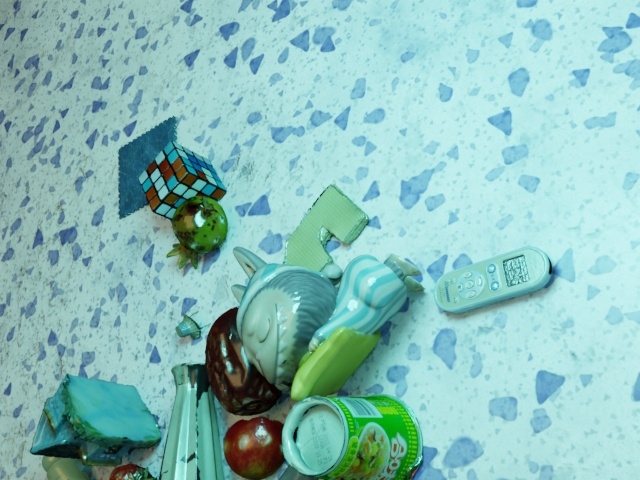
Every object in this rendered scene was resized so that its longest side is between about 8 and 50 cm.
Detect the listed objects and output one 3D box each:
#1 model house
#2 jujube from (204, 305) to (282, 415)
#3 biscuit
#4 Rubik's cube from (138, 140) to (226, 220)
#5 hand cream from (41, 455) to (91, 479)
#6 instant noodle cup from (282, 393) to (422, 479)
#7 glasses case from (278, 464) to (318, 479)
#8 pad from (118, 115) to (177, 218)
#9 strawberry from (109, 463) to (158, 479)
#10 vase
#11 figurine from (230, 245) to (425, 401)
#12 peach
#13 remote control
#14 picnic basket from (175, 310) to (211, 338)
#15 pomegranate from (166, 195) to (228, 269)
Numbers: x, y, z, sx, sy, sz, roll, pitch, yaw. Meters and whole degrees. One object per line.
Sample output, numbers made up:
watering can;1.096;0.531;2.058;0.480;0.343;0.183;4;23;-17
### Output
model house;-0.590;0.501;1.851;0.241;0.261;0.226;-50;50;10
jujube;-0.177;0.271;1.676;0.183;0.183;0.243;-29;51;26
biscuit;0.000;0.000;1.728;0.250;0.046;0.147;-53;51;8
Rubik's cube;-0.380;-0.151;2.012;0.155;0.154;0.151;-45;51;15
hand cream;-0.647;0.684;1.953;0.147;0.093;0.306;-50;59;13
instant noodle cup;0.056;0.385;1.412;0.207;0.233;0.207;-14;65;33
glasses case;-0.055;0.523;1.575;0.072;0.042;0.190;38;98;33
pad;-0.533;-0.225;2.255;0.269;0.012;0.269;-25;59;28
strawberry;-0.472;0.617;1.807;0.148;0.131;0.131;-22;61;28
vase;-0.302;0.475;1.717;0.165;0.165;0.360;-22;57;30
figurine;-0.044;0.102;1.527;0.378;0.266;0.361;40;81;20
peach;-0.140;0.462;1.625;0.118;0.151;0.151;122;156;-73
remote control;0.336;0.080;1.436;0.244;0.047;0.087;-21;58;31
picnic basket;-0.332;0.220;1.898;0.083;0.083;0.065;-30;39;-30
pomegranate;-0.339;-0.023;1.935;0.220;0.156;0.156;-41;53;19
